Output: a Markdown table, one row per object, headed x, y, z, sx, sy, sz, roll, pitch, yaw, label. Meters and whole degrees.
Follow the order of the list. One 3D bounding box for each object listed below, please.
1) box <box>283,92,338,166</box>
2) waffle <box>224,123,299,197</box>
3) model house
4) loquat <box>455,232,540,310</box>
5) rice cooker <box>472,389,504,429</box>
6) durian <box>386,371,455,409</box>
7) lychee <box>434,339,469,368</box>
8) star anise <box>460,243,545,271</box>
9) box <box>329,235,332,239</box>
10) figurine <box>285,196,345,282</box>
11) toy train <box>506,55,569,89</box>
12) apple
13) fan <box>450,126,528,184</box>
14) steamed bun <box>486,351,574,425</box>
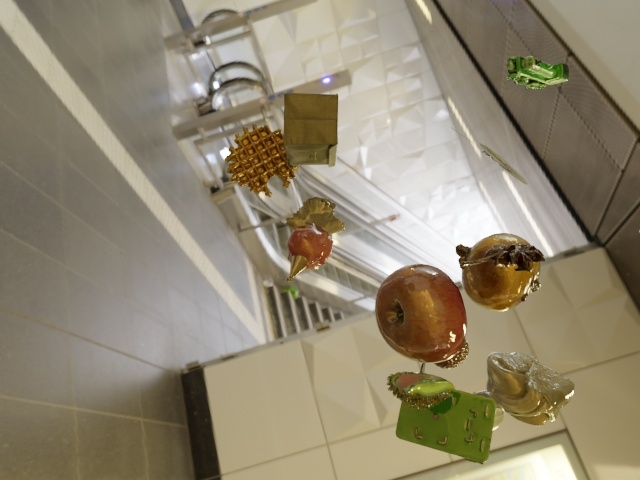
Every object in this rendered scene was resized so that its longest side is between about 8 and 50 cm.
| x | y | z | sx | sy | sz | roll | pitch | yaw | label |
| --- | --- | --- | --- | --- | --- | --- | --- | --- | --- |
| -0.025 | -0.311 | 1.515 | 0.231 | 0.149 | 0.155 | 84 | 7 | -85 | box |
| -0.184 | -0.258 | 1.681 | 0.051 | 0.232 | 0.228 | 163 | -54 | -79 | waffle |
| 0.466 | 0.575 | 1.859 | 0.323 | 0.301 | 0.339 | 49 | 53 | -63 | model house |
| 0.705 | 0.116 | 2.122 | 0.360 | 0.328 | 0.328 | 31 | -20 | 27 | loquat |
| 0.637 | 0.676 | 2.062 | 0.206 | 0.145 | 0.127 | 96 | -14 | -49 | rice cooker |
| 0.282 | 0.449 | 1.553 | 0.137 | 0.221 | 0.095 | 7 | -93 | 55 | durian |
| 0.487 | 0.420 | 2.046 | 0.165 | 0.198 | 0.165 | -168 | -90 | -69 | lychee |
| 0.547 | 0.051 | 1.528 | 0.177 | 0.234 | 0.073 | 10 | -66 | 48 | star anise |
| 0.000 | 0.000 | 1.946 | 0.024 | 0.083 | 0.054 | 55 | 37 | -55 | box |
| -0.029 | 0.004 | 1.749 | 0.166 | 0.207 | 0.386 | 93 | 7 | -46 | figurine |
| 0.718 | -0.563 | 1.741 | 0.119 | 0.251 | 0.084 | -2 | -90 | 49 | toy train |
| 0.334 | 0.251 | 1.799 | 0.345 | 0.270 | 0.344 | 177 | -90 | -72 | apple |
| 0.482 | -0.249 | 1.509 | 0.329 | 0.009 | 0.190 | 23 | 30 | -31 | fan |
| 0.902 | 0.669 | 2.312 | 0.342 | 0.368 | 0.254 | 44 | -55 | 51 | steamed bun |
